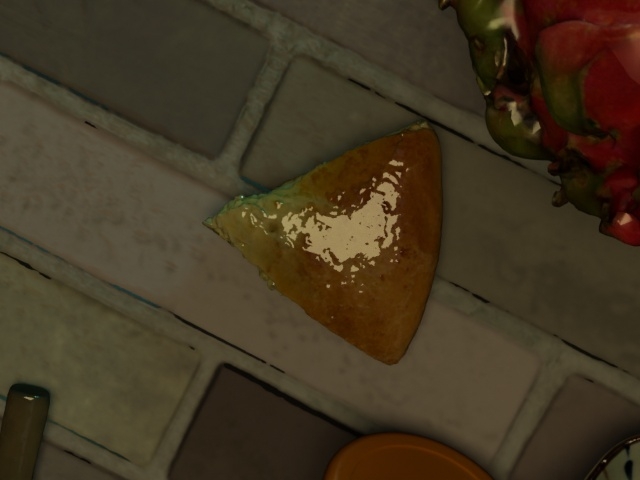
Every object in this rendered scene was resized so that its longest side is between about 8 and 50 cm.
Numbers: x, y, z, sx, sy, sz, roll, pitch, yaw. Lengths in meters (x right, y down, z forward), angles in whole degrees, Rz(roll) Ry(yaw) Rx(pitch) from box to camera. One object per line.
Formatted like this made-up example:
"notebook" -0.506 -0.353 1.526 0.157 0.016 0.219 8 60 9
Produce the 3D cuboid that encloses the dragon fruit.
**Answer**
"dragon fruit" 0.195 -0.139 1.058 0.237 0.231 0.302 -26 90 43

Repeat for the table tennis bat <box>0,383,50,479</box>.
"table tennis bat" -0.211 0.206 1.264 0.131 0.022 0.234 15 103 4

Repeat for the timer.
"timer" 0.038 0.216 1.205 0.132 0.132 0.152 26 126 1

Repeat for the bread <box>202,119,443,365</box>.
"bread" 0.020 0.015 1.192 0.154 0.054 0.136 -21 100 11

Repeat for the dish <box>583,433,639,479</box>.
"dish" 0.221 0.213 1.185 0.191 0.066 0.190 0 78 1
